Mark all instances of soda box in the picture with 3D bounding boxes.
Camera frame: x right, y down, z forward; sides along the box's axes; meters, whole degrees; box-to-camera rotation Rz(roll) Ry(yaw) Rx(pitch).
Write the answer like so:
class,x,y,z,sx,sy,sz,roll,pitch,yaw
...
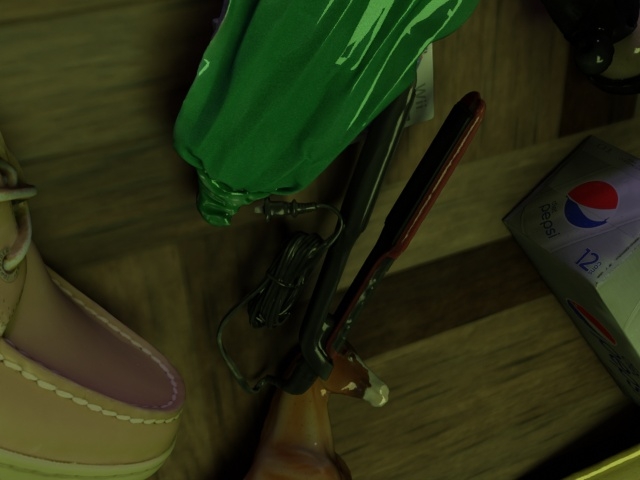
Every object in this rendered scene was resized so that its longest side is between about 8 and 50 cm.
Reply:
class,x,y,z,sx,sy,sz,roll,pitch,yaw
soda box,0.253,0.055,0.600,0.091,0.098,0.286,-44,128,0

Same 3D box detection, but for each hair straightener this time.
class,x,y,z,sx,sy,sz,roll,pitch,yaw
hair straightener,0.000,0.000,0.461,0.089,0.047,0.230,24,114,-12

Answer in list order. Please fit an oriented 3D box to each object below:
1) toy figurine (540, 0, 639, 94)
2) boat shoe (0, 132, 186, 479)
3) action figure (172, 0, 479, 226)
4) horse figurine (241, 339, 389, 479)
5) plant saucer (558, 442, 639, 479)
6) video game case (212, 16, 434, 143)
class,x,y,z,sx,sy,sz,roll,pitch,yaw
toy figurine,0.233,-0.151,0.398,0.213,0.209,0.148,-50,134,6
boat shoe,-0.169,-0.002,0.317,0.110,0.121,0.341,-48,127,4
action figure,-0.003,-0.096,0.366,0.137,0.063,0.232,20,121,-27
horse figurine,-0.024,0.204,0.516,0.263,0.174,0.066,-50,160,21
plant saucer,0.346,0.329,0.706,0.333,0.081,0.332,-25,83,2
video game case,0.007,-0.091,0.432,0.122,0.011,0.087,-20,125,-18
